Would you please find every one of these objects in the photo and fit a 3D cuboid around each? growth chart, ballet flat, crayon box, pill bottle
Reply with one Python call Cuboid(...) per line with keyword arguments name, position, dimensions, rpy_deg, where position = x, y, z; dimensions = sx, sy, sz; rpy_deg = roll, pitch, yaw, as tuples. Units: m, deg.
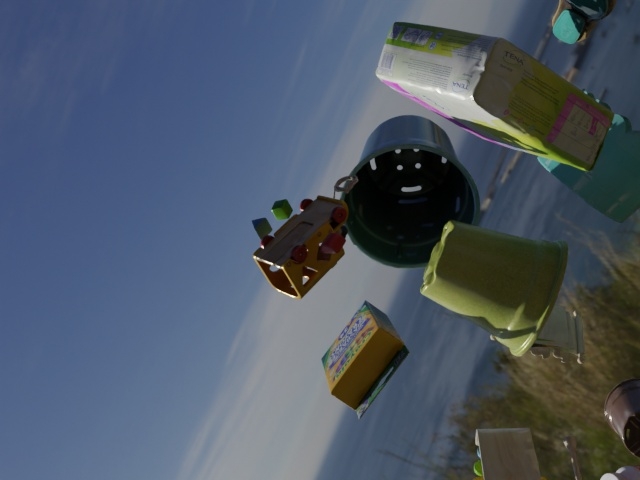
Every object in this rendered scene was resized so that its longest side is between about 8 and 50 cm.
Cuboid(name="growth chart", position=(0.528, 0.212, 1.969), dimensions=(0.021, 0.237, 0.172), rpy_deg=(91, -165, -52))
Cuboid(name="ballet flat", position=(0.394, -0.360, 1.193), dimensions=(0.073, 0.080, 0.232), rpy_deg=(-54, -3, 0))
Cuboid(name="crayon box", position=(0.103, 0.286, 2.010), dimensions=(0.203, 0.083, 0.323), rpy_deg=(-54, 10, 5))
Cuboid(name="pill bottle", position=(0.574, 0.441, 1.427), dimensions=(0.086, 0.152, 0.086), rpy_deg=(-176, 90, -69))

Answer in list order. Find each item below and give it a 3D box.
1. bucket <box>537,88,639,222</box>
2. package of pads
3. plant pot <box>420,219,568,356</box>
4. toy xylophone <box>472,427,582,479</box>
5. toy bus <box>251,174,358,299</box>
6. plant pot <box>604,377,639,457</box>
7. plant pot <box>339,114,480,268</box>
Cuboid(name="bucket", position=(0.632, -0.182, 1.784), dimensions=(0.183, 0.281, 0.281), rpy_deg=(-53, -1, 20))
Cuboid(name="package of pads", position=(0.256, -0.205, 1.167), dimensions=(0.229, 0.297, 0.101), rpy_deg=(30, 98, 52))
Cuboid(name="plant pot", position=(0.369, 0.081, 1.790), dimensions=(0.276, 0.254, 0.276), rpy_deg=(22, -90, -89))
Cuboid(name="toy xylophone", position=(0.424, 0.501, 1.678), dimensions=(0.322, 0.236, 0.081), rpy_deg=(-68, -25, -57))
Cuboid(name="toy bus", position=(-0.011, 0.007, 1.368), dimensions=(0.191, 0.202, 0.104), rpy_deg=(-87, -26, -53))
Cuboid(name="plant pot", position=(0.782, 0.440, 1.950), dimensions=(0.165, 0.167, 0.167), rpy_deg=(-40, -27, -73))
Cuboid(name="plant pot", position=(0.228, -0.155, 2.106), dimensions=(0.334, 0.341, 0.341), rpy_deg=(-81, 9, -61))
